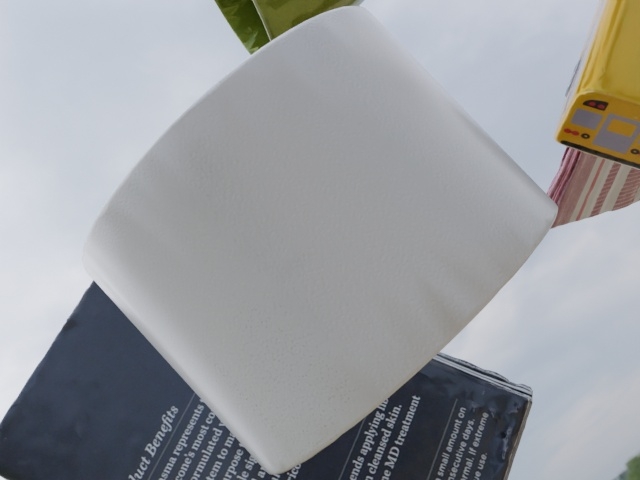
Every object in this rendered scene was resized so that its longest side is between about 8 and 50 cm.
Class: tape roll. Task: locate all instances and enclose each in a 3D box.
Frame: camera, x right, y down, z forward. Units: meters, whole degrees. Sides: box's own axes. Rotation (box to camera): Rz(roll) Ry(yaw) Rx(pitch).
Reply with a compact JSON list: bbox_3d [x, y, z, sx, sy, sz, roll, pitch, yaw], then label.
[{"bbox_3d":[0.000,0.000,0.430,0.246,0.169,0.246,-42,-3,-3],"label":"tape roll"}]

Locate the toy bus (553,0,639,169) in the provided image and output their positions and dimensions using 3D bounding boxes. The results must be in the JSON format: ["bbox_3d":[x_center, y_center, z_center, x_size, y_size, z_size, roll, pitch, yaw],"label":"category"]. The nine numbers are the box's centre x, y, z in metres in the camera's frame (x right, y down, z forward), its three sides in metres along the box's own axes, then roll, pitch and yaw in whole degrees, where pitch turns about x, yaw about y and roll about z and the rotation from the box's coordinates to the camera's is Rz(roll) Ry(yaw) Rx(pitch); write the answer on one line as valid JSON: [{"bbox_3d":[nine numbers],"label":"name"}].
[{"bbox_3d":[0.352,-0.237,0.721,0.130,0.108,0.332,81,-148,-65],"label":"toy bus"}]

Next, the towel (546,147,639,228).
[{"bbox_3d":[0.471,-0.149,1.053,0.329,0.037,0.236,-12,-53,-42],"label":"towel"}]

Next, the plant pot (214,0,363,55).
[{"bbox_3d":[-0.009,-0.420,0.913,0.294,0.274,0.274,-33,-31,-6],"label":"plant pot"}]

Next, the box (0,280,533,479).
[{"bbox_3d":[-0.052,0.283,0.843,0.479,0.472,0.297,84,-149,-62],"label":"box"}]
